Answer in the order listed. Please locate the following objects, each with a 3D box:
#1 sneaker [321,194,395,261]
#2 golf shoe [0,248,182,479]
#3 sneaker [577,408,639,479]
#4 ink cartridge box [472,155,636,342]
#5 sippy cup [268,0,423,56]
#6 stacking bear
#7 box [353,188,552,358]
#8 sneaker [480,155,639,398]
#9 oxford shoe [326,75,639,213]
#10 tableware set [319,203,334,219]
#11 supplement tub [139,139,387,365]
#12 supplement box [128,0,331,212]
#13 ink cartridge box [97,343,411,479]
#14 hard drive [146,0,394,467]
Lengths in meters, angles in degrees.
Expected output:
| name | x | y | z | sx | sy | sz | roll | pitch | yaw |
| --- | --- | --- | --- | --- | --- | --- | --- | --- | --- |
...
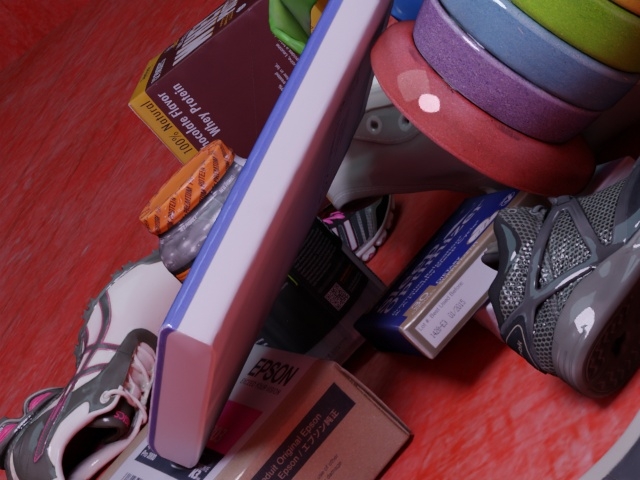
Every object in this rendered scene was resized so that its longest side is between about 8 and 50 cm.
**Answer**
| name | x | y | z | sx | sy | sz | roll | pitch | yaw |
| --- | --- | --- | --- | --- | --- | --- | --- | --- | --- |
| sneaker | 0.000 | 0.000 | 1.696 | 0.170 | 0.075 | 0.063 | -52 | 19 | -23 |
| golf shoe | -0.183 | 0.131 | 1.803 | 0.273 | 0.105 | 0.120 | -54 | 35 | -12 |
| sneaker | 0.213 | 0.125 | 0.990 | 0.118 | 0.083 | 0.222 | 15 | 52 | 48 |
| ink cartridge box | 0.165 | 0.011 | 1.404 | 0.145 | 0.045 | 0.179 | -47 | 1 | -7 |
| sippy cup | 0.094 | -0.268 | 1.503 | 0.224 | 0.240 | 0.305 | -114 | 29 | -56 |
| stacking bear | 0.175 | -0.187 | 1.267 | 0.289 | 0.175 | 0.164 | -55 | -9 | 20 |
| box | 0.092 | 0.025 | 1.437 | 0.136 | 0.036 | 0.225 | -48 | 5 | -8 |
| sneaker | 0.187 | -0.015 | 1.254 | 0.130 | 0.087 | 0.227 | 27 | 73 | 40 |
| oxford shoe | 0.163 | -0.100 | 1.505 | 0.449 | 0.130 | 0.169 | -9 | 11 | 41 |
| tableware set | 0.013 | -0.056 | 1.883 | 0.104 | 0.024 | 0.154 | -50 | 17 | -26 |
| supplement tub | -0.046 | 0.017 | 1.559 | 0.117 | 0.190 | 0.117 | -42 | 12 | 11 |
| supplement box | -0.035 | -0.134 | 1.805 | 0.194 | 0.191 | 0.129 | -37 | 16 | 19 |
| ink cartridge box | -0.066 | 0.174 | 1.437 | 0.193 | 0.088 | 0.235 | -50 | 18 | -14 |
| hard drive | -0.033 | -0.020 | 1.361 | 0.210 | 0.040 | 0.318 | 104 | -170 | -61 |
